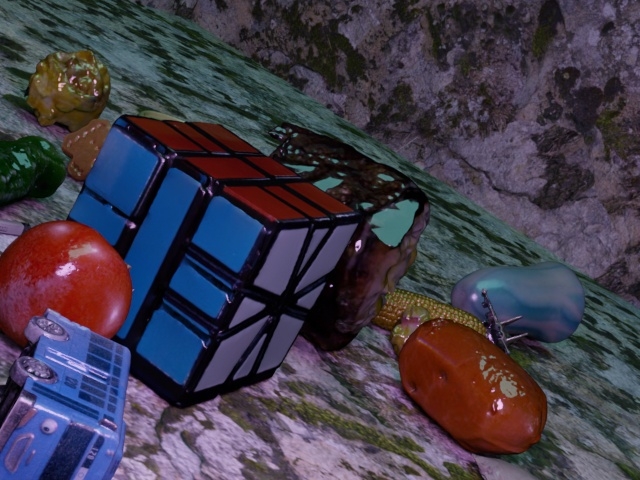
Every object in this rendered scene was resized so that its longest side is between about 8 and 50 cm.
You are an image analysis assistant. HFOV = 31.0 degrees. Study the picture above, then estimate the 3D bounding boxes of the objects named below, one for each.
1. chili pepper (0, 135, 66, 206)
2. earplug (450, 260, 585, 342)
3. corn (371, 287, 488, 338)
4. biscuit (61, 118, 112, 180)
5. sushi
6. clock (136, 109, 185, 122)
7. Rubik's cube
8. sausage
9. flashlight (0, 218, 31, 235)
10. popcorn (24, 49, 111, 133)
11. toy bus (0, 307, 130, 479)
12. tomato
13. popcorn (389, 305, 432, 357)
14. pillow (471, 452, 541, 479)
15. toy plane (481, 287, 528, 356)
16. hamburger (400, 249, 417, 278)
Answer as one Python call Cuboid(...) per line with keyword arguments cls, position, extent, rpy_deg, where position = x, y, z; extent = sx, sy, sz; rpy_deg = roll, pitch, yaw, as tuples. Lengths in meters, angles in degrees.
Cuboid(cls="chili pepper", position=(-0.481, -0.102, 1.753), extent=(0.136, 0.099, 0.270), rpy_deg=(7, 14, 20))
Cuboid(cls="earplug", position=(0.403, 0.132, 2.476), extent=(0.324, 0.185, 0.185), rpy_deg=(3, 28, -44))
Cuboid(cls="corn", position=(0.189, 0.147, 2.143), extent=(0.260, 0.091, 0.091), rpy_deg=(21, 38, -17))
Cuboid(cls="biscuit", position=(-0.381, -0.140, 2.041), extent=(0.027, 0.134, 0.184), rpy_deg=(92, -28, -60))
Cuboid(cls="sushi", position=(-0.001, -0.001, 1.886), extent=(0.294, 0.299, 0.281), rpy_deg=(28, 28, 10))
Cuboid(cls="clock", position=(-0.302, -0.183, 2.352), extent=(0.308, 0.096, 0.235), rpy_deg=(14, 21, -41))
Cuboid(cls="Rubik's cube", position=(-0.163, 0.018, 1.551), extent=(0.283, 0.288, 0.293), rpy_deg=(35, 14, 21))
Cuboid(cls="sausage", position=(0.238, 0.233, 1.811), extent=(0.141, 0.153, 0.268), rpy_deg=(0, 30, -42))
Cuboid(cls="flashlight", position=(-0.456, -0.021, 1.661), extent=(0.018, 0.018, 0.083), rpy_deg=(37, 17, 36))
Cuboid(cls="popcorn", position=(-0.496, -0.290, 2.258), extent=(0.142, 0.173, 0.173), rpy_deg=(48, 18, 8))
Cuboid(cls="toy bus", position=(-0.264, 0.173, 1.164), extent=(0.134, 0.116, 0.234), rpy_deg=(28, 12, -14))
Cuboid(cls="tomato", position=(-0.317, 0.058, 1.380), extent=(0.167, 0.167, 0.167), rpy_deg=(27, 15, -7))
Cuboid(cls="popcorn", position=(0.168, 0.174, 2.034), extent=(0.109, 0.089, 0.097), rpy_deg=(57, -5, 44))
Cuboid(cls="pillow", position=(0.302, 0.383, 1.634), extent=(0.148, 0.050, 0.229), rpy_deg=(31, 13, -16))
Cuboid(cls="toy plane", position=(0.348, 0.199, 2.262), extent=(0.262, 0.088, 0.192), rpy_deg=(83, -9, -73))
Cuboid(cls="hamburger", position=(0.100, 0.012, 2.427), extent=(0.214, 0.108, 0.214), rpy_deg=(29, 10, -5))
